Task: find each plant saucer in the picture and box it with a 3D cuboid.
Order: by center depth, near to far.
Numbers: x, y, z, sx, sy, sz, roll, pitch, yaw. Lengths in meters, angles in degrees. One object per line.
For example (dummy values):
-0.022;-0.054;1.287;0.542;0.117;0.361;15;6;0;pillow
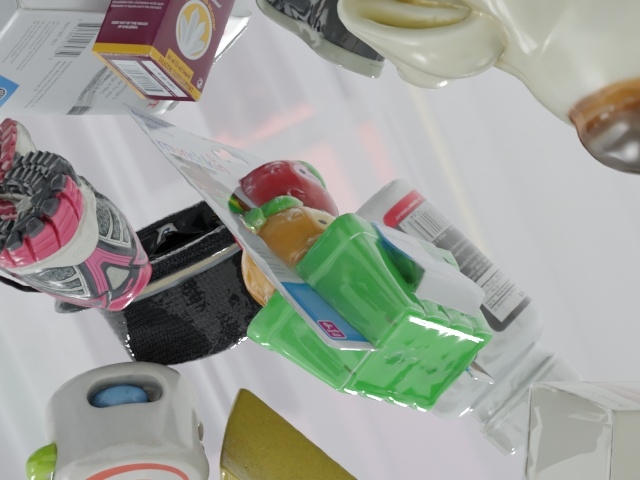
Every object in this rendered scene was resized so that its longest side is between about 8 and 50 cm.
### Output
-0.017;0.393;2.267;0.081;0.333;0.333;-29;-133;-30;plant saucer

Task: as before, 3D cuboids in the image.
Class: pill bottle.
0.145;0.094;2.155;0.176;0.318;0.176;-45;175;-5;pill bottle

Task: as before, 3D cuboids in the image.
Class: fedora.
-0.152;0.056;2.286;0.334;0.152;0.334;-25;-168;6;fedora

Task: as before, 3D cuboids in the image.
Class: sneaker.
-0.231;-0.011;1.483;0.121;0.112;0.299;-51;-153;-3;sneaker
0.021;-0.225;1.614;0.083;0.118;0.222;18;-167;-29;sneaker

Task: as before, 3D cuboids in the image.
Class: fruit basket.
0.000;0.000;1.837;0.165;0.353;0.327;-45;150;15;fruit basket

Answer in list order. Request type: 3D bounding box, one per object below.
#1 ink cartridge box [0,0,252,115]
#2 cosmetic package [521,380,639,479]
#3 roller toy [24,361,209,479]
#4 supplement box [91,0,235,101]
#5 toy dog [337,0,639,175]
-0.270;-0.248;2.116;0.307;0.129;0.223;-3;154;-39;ink cartridge box
0.338;0.192;1.610;0.296;0.129;0.153;1;-174;-24;cosmetic package
-0.232;0.239;2.241;0.191;0.146;0.209;-31;142;26;roller toy
-0.155;-0.253;1.974;0.080;0.104;0.188;7;-112;32;supplement box
0.161;-0.234;1.234;0.284;0.408;0.395;-52;-166;-32;toy dog
